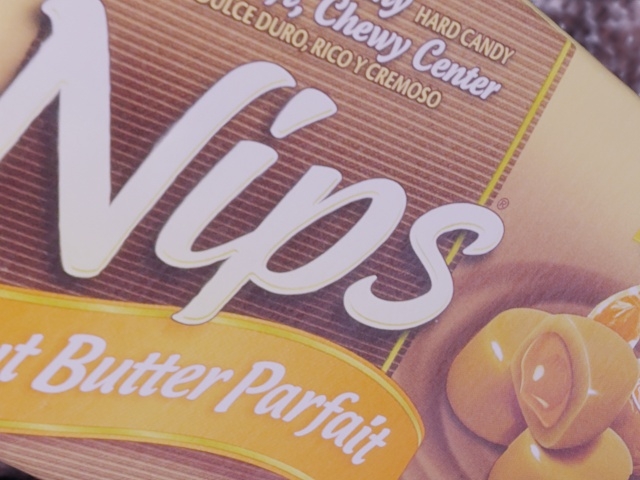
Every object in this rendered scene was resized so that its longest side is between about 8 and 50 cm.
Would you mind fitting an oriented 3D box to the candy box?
[{"bbox_3d":[0.000,0.000,0.542,0.316,0.087,0.183,33,98,-37],"label":"candy box"}]
